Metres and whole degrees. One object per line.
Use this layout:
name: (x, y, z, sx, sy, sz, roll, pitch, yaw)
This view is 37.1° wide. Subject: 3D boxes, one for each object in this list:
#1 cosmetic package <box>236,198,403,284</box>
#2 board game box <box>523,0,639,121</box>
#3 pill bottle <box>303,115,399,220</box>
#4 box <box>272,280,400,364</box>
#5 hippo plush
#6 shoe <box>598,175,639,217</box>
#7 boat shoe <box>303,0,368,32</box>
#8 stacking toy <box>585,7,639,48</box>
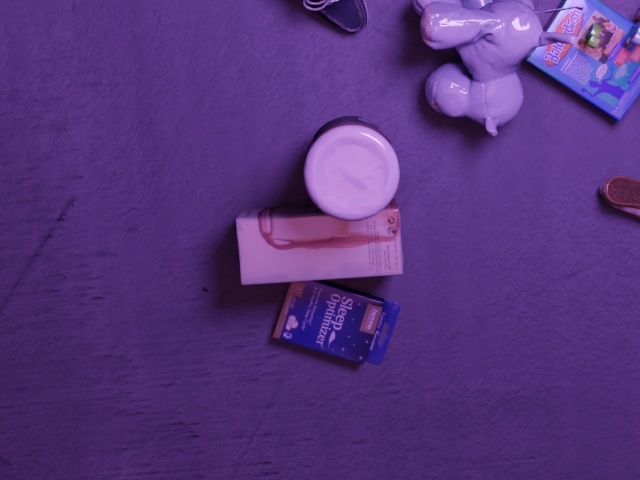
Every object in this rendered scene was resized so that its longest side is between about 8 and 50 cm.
cosmetic package: (0.000, 0.000, 1.777, 0.296, 0.153, 0.129, -5, 100, 1)
board game box: (0.503, -0.341, 1.745, 0.210, 0.047, 0.160, 32, 101, -6)
pill bottle: (0.053, -0.135, 1.680, 0.162, 0.278, 0.162, 0, 102, 2)
box: (0.033, 0.156, 1.867, 0.225, 0.036, 0.136, 17, 102, -4)
hippo plush: (0.303, -0.332, 1.701, 0.294, 0.234, 0.236, 11, 133, 14)
shoe: (0.629, -0.075, 1.799, 0.219, 0.058, 0.076, 16, 82, -6)
boat shoe: (0.002, -0.457, 1.677, 0.095, 0.079, 0.254, -31, 124, 13)
stacking toy: (0.579, -0.399, 1.689, 0.167, 0.052, 0.221, 27, 77, -6)
